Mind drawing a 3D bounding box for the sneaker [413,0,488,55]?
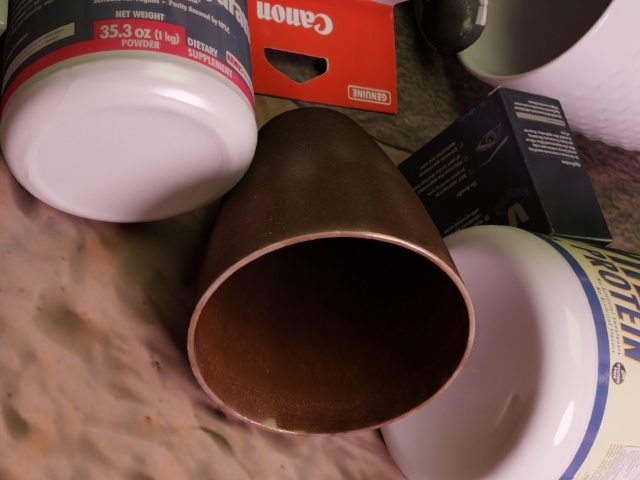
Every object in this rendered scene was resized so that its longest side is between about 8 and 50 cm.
[{"bbox_3d":[0.107,-0.312,1.453,0.132,0.086,0.229,35,38,-43],"label":"sneaker"}]

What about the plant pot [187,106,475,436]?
[{"bbox_3d":[0.000,0.000,1.090,0.215,0.215,0.230,27,34,-26],"label":"plant pot"}]

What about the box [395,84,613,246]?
[{"bbox_3d":[0.169,-0.035,1.283,0.093,0.156,0.158,6,59,-41],"label":"box"}]

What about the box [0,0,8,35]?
[{"bbox_3d":[-0.298,-0.191,1.023,0.101,0.087,0.102,17,53,-32],"label":"box"}]

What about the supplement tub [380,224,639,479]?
[{"bbox_3d":[0.233,0.122,1.170,0.324,0.235,0.235,10,56,-38],"label":"supplement tub"}]

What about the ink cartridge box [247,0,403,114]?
[{"bbox_3d":[-0.011,-0.256,1.289,0.275,0.060,0.239,3,80,-40],"label":"ink cartridge box"}]

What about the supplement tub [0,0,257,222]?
[{"bbox_3d":[-0.151,-0.169,1.062,0.191,0.191,0.272,17,52,-33],"label":"supplement tub"}]

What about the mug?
[{"bbox_3d":[0.383,-0.252,1.468,0.328,0.374,0.276,24,57,-35],"label":"mug"}]
